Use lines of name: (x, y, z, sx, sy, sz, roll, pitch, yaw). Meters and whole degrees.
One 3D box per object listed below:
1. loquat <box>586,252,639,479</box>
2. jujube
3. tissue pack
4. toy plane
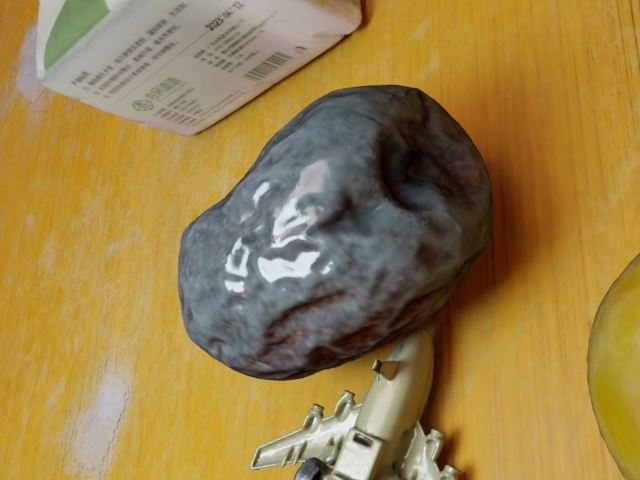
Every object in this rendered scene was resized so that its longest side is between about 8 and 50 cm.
loquat: (0.274, 0.080, 0.449, 0.244, 0.244, 0.243, -22, 58, 40)
jujube: (0.005, 0.008, 0.771, 0.308, 0.215, 0.246, -37, 11, 46)
tissue pack: (-0.155, -0.300, 1.045, 0.357, 0.266, 0.193, -24, 62, 39)
toy plane: (0.045, 0.201, 0.747, 0.242, 0.104, 0.256, 18, 93, 34)
